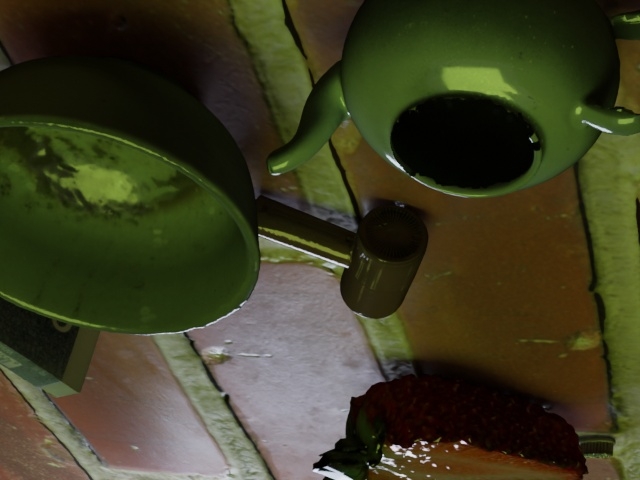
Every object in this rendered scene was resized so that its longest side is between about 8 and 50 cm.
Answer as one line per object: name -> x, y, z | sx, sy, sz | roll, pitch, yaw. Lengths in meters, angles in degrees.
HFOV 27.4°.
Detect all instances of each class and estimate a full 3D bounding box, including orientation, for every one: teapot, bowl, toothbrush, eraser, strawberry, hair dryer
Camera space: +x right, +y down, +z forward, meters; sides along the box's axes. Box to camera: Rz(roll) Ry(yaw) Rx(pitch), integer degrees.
teapot -> 0.109, -0.107, 0.915 | 0.295, 0.129, 0.193 | -3, 144, 24
bowl -> -0.177, -0.057, 1.079 | 0.289, 0.146, 0.289 | 8, 145, 6
toothbrush -> 0.203, 0.233, 1.475 | 0.257, 0.024, 0.018 | -4, 142, 27
eraser -> -0.329, 0.078, 1.377 | 0.046, 0.091, 0.212 | -17, 136, 36
strawberry -> 0.133, 0.207, 1.397 | 0.286, 0.106, 0.188 | 3, 151, -5
hair dryer -> 0.000, 0.000, 1.184 | 0.182, 0.064, 0.117 | 22, 148, 2
